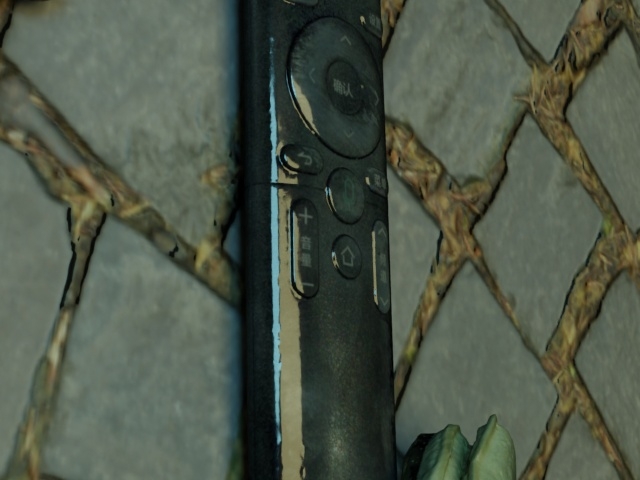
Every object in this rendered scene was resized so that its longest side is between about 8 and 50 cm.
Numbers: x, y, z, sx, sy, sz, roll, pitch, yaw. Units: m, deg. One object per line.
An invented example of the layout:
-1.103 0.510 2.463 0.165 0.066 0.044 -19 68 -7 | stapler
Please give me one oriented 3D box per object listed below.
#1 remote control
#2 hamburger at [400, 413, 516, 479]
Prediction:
0.000 0.000 0.864 0.107 0.044 0.378 17 67 -51 | remote control
0.076 0.166 0.861 0.140 0.062 0.133 -83 168 -49 | hamburger
